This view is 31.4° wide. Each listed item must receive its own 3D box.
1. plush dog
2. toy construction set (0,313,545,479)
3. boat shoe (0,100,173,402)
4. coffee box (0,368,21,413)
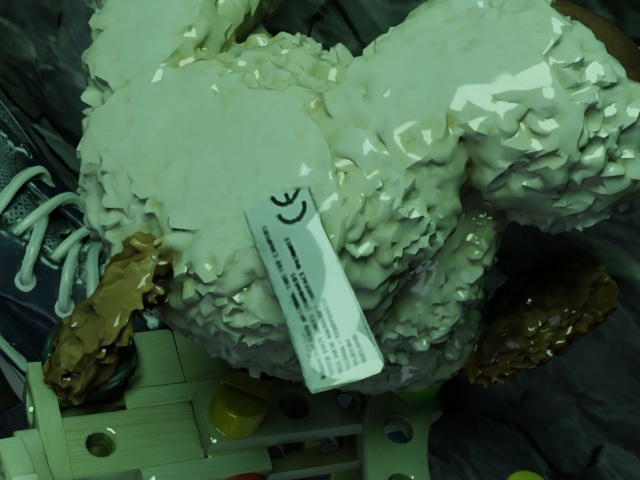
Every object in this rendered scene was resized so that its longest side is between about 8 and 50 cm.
[{"bbox_3d":[0.000,0.000,0.483,0.262,0.211,0.225,24,169,27],"label":"plush dog"},{"bbox_3d":[-0.044,0.130,0.571,0.151,0.327,0.215,-50,48,38],"label":"toy construction set"},{"bbox_3d":[-0.164,0.001,0.690,0.158,0.127,0.341,5,141,36],"label":"boat shoe"},{"bbox_3d":[-0.342,0.011,0.783,0.297,0.168,0.119,61,174,-24],"label":"coffee box"}]
